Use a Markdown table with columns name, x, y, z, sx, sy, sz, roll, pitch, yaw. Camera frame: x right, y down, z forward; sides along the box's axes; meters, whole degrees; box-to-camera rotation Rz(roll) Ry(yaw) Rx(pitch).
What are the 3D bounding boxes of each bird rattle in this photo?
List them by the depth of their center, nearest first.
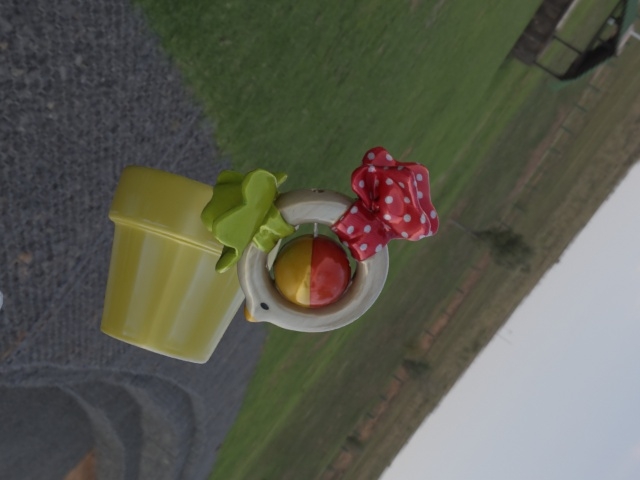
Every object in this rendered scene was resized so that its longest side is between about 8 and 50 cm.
| name | x | y | z | sx | sy | sz | roll | pitch | yaw |
| --- | --- | --- | --- | --- | --- | --- | --- | --- | --- |
| bird rattle | 0.000 | 0.000 | 0.828 | 0.143 | 0.253 | 0.207 | -115 | -154 | -62 |

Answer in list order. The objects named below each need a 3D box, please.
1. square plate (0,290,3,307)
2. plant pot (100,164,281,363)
| name | x | y | z | sx | sy | sz | roll | pitch | yaw |
| --- | --- | --- | --- | --- | --- | --- | --- | --- | --- |
| square plate | -0.388 | 0.126 | 0.424 | 0.347 | 0.049 | 0.344 | 44 | 64 | -56 |
| plant pot | -0.207 | 0.043 | 1.132 | 0.254 | 0.253 | 0.239 | 72 | 36 | -81 |
